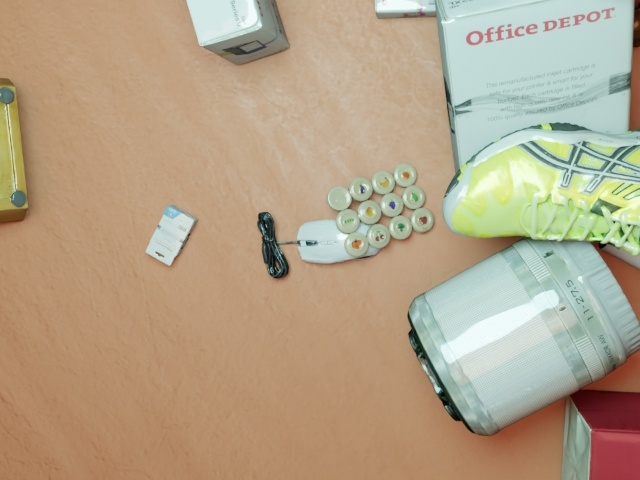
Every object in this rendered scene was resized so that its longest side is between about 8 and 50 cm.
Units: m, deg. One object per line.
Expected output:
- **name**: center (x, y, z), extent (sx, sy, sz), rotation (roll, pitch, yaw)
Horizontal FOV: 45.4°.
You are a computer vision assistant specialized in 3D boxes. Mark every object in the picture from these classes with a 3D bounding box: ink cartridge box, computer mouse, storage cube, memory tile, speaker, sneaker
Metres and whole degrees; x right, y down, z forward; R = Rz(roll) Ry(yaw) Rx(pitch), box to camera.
- **ink cartridge box**: center (-0.235, -0.008, 1.209), extent (0.048, 0.028, 0.083), rotation (30, 98, 2)
- **ink cartridge box**: center (-0.122, -0.342, 1.071), extent (0.093, 0.212, 0.155), rotation (-16, 94, 7)
- **computer mouse**: center (0.000, 0.000, 1.180), extent (0.192, 0.042, 0.106), rotation (-6, 94, 6)
- **storage cube**: center (0.461, 0.330, 1.097), extent (0.193, 0.183, 0.215), rotation (1, 97, 7)
- **memory tile**: center (0.091, -0.048, 1.157), extent (0.147, 0.012, 0.113), rotation (-20, 90, -10)
- **speaker**: center (0.485, 0.020, 1.127), extent (0.136, 0.055, 0.055), rotation (28, 98, 2)
- **sneaker**: center (0.346, -0.058, 0.955), extent (0.384, 0.147, 0.145), rotation (-9, 131, 6)
- **ink cartridge box**: center (0.281, -0.199, 1.016), extent (0.223, 0.129, 0.308), rotation (-10, 129, 7)
- **ink cartridge box**: center (0.140, -0.376, 1.122), extent (0.122, 0.052, 0.089), rotation (0, 96, 5)

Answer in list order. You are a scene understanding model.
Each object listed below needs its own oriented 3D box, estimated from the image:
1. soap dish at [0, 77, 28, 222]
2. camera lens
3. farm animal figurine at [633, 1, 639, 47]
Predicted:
- **soap dish**: center (-0.570, -0.128, 1.107), extent (0.118, 0.290, 0.229), rotation (2, 98, 44)
- **camera lens**: center (0.276, 0.127, 1.076), extent (0.274, 0.219, 0.220), rotation (-30, 92, 8)
- **farm animal figurine**: center (0.384, -0.431, 1.031), extent (0.326, 0.172, 0.331), rotation (-3, 96, 6)
